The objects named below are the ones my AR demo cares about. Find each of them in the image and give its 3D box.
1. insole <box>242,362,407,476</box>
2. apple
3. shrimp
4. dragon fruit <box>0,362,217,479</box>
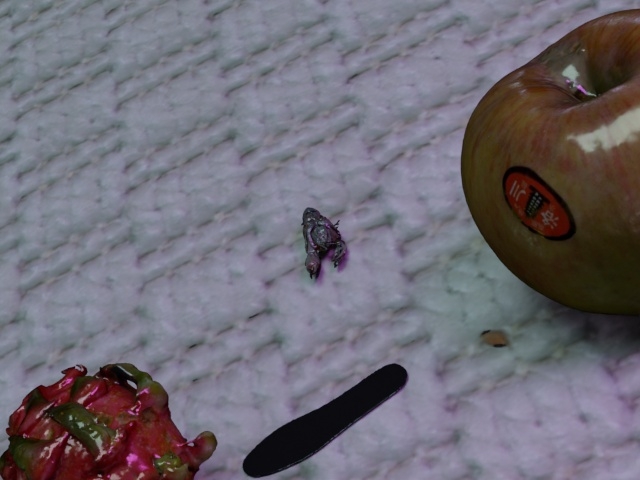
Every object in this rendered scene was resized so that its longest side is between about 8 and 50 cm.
[{"bbox_3d":[0.004,0.144,1.597,0.152,0.002,0.053,-34,33,-4],"label":"insole"},{"bbox_3d":[0.233,-0.059,1.507,0.260,0.194,0.261,-22,32,15],"label":"apple"},{"bbox_3d":[0.003,0.001,1.766,0.038,0.029,0.092,-15,41,9],"label":"shrimp"},{"bbox_3d":[-0.156,0.184,1.557,0.166,0.160,0.172,-8,38,-33],"label":"dragon fruit"}]
